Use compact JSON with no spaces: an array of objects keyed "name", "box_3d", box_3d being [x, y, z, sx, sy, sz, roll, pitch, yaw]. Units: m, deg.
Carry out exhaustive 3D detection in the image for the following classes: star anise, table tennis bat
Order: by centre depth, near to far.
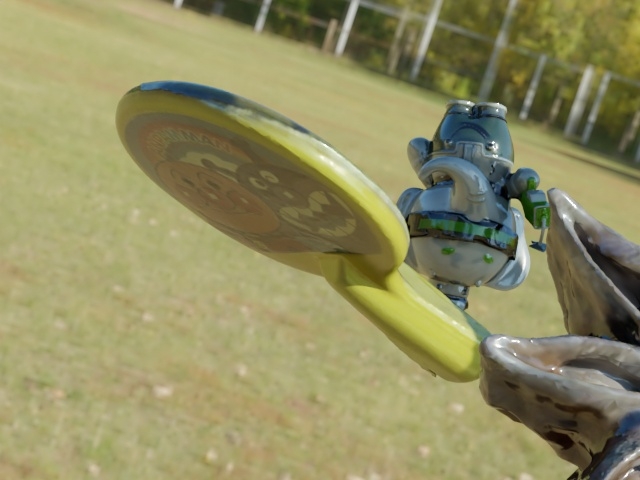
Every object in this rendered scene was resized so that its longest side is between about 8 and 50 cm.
[{"name":"star anise","box_3d":[0.181,0.086,0.688,0.223,0.236,0.109,-9,-23,-16]},{"name":"table tennis bat","box_3d":[0.000,0.000,1.105,0.369,0.054,0.224,39,-23,-30]}]

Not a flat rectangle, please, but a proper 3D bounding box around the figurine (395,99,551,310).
[{"name":"figurine","box_3d":[0.126,-0.027,1.325,0.147,0.192,0.126,8,-5,1]}]
